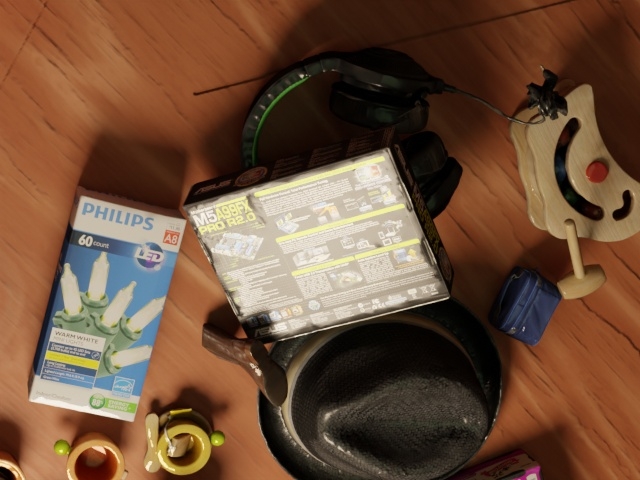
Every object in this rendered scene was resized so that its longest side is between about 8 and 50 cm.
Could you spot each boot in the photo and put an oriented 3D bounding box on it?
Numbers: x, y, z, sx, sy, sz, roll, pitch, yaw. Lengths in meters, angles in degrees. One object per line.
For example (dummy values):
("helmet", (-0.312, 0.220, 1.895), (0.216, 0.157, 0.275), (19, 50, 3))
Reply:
("boot", (-0.098, 0.154, 1.770), (0.037, 0.114, 0.106), (-39, 120, -31))

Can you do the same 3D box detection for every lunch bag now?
("lunch bag", (0.267, 0.081, 1.854), (0.065, 0.067, 0.098), (25, 92, -19))

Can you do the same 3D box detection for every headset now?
("headset", (0.097, -0.121, 1.705), (0.394, 0.185, 0.243), (-17, 107, 2))

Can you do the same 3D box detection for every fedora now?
("fedora", (0.093, 0.212, 1.796), (0.334, 0.152, 0.334), (-3, 103, -14))

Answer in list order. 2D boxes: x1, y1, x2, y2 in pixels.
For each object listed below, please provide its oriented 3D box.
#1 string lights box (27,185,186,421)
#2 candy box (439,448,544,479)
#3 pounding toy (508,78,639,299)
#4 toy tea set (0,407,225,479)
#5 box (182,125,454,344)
("string lights box", (-0.262, 0.077, 1.717), (0.133, 0.077, 0.259), (13, 99, -15))
("candy box", (0.244, 0.423, 1.924), (0.159, 0.071, 0.233), (-20, 107, -10))
("pounding toy", (0.353, -0.068, 1.795), (0.154, 0.155, 0.269), (-17, 103, -8))
("toy tea set", (-0.274, 0.331, 1.746), (0.336, 0.124, 0.200), (-8, 104, -12))
("box", (0.000, 0.000, 1.699), (0.270, 0.060, 0.216), (-16, 116, 19))
